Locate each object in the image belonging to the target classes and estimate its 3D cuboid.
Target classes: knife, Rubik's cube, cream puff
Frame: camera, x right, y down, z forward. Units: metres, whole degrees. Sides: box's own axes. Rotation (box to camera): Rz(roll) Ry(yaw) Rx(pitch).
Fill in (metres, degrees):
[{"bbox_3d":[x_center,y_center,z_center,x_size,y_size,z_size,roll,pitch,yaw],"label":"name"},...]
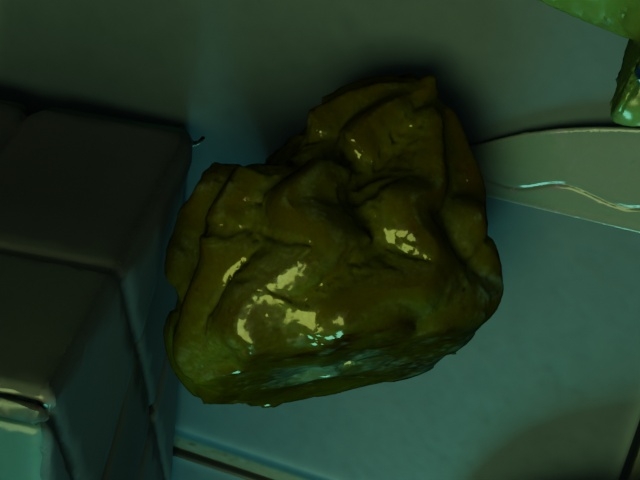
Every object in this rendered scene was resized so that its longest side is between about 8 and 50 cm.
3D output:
[{"bbox_3d":[0.170,-0.011,0.716,0.244,0.032,0.058,19,127,12],"label":"knife"},{"bbox_3d":[-0.184,0.076,0.745,0.225,0.221,0.231,9,119,5],"label":"Rubik's cube"},{"bbox_3d":[0.000,0.000,0.729,0.146,0.146,0.116,-17,75,27],"label":"cream puff"}]

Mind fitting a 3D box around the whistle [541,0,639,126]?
[{"bbox_3d":[0.153,-0.074,0.636,0.227,0.085,0.105,22,154,0],"label":"whistle"}]
